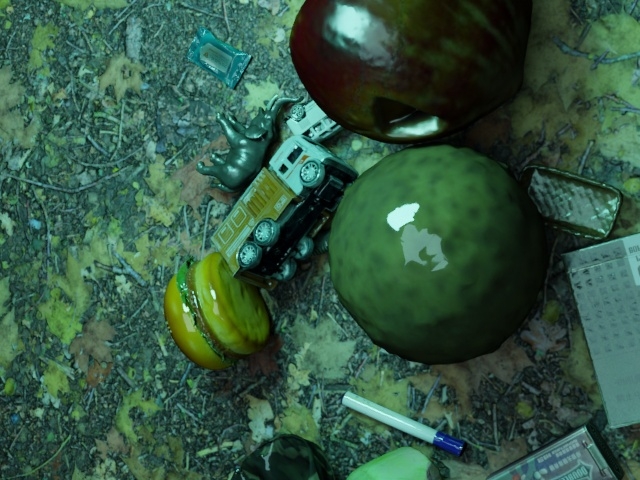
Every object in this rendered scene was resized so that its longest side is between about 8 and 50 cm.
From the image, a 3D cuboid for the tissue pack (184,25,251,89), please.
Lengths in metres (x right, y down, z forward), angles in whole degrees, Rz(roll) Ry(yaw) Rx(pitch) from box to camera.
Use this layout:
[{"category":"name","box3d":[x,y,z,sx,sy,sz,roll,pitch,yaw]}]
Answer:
[{"category":"tissue pack","box3d":[-0.219,-0.394,2.076,0.138,0.028,0.085,35,108,15]}]

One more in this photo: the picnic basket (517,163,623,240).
[{"category":"picnic basket","box3d":[0.448,-0.070,1.756,0.193,0.055,0.110,21,101,23]}]

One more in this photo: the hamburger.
[{"category":"hamburger","box3d":[-0.224,0.150,1.974,0.170,0.246,0.246,-30,79,14]}]

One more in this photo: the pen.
[{"category":"pen","box3d":[0.161,0.361,1.912,0.268,0.033,0.033,20,100,23]}]

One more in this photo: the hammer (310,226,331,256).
[{"category":"hammer","box3d":[0.000,0.000,1.974,0.226,0.041,0.159,-8,86,24]}]

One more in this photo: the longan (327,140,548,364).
[{"category":"longan","box3d":[0.203,0.022,1.708,0.390,0.391,0.392,1,91,25]}]

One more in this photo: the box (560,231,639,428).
[{"category":"box","box3d":[0.558,0.155,1.714,0.180,0.047,0.325,-17,84,24]}]

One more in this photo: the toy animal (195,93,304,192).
[{"category":"toy animal","box3d":[-0.155,-0.219,2.022,0.137,0.082,0.270,36,102,17]}]

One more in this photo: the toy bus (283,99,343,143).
[{"category":"toy bus","box3d":[0.027,-0.264,1.934,0.193,0.087,0.089,-33,84,21]}]

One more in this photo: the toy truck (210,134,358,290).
[{"category":"toy truck","box3d":[-0.075,-0.064,1.918,0.305,0.136,0.162,-52,52,12]}]

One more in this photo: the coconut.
[{"category":"coconut","box3d":[0.149,0.504,1.832,0.204,0.235,0.236,3,93,58]}]

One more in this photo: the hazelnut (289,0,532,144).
[{"category":"hazelnut","box3d":[0.156,-0.363,1.710,0.402,0.402,0.429,21,60,23]}]

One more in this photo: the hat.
[{"category":"hat","box3d":[-0.023,0.602,1.959,0.366,0.257,0.382,-11,125,50]}]

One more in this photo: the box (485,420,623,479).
[{"category":"box","box3d":[0.426,0.434,1.771,0.224,0.069,0.120,-37,77,22]}]
